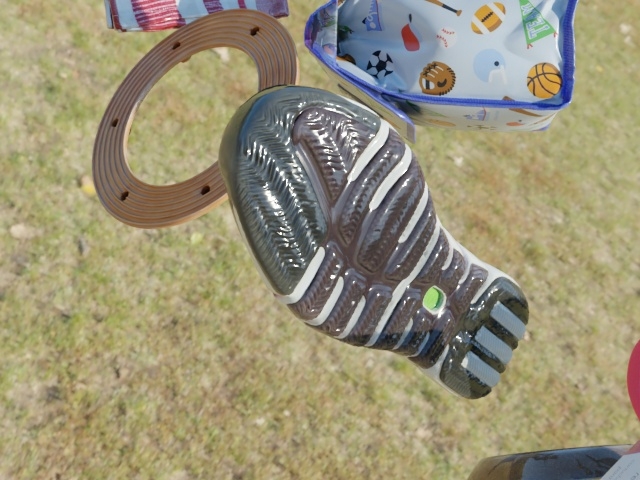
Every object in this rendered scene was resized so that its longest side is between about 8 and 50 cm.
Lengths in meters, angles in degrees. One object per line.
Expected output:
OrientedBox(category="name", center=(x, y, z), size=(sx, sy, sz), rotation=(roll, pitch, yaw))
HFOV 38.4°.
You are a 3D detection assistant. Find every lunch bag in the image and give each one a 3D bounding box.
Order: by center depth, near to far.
OrientedBox(category="lunch bag", center=(0.182, -0.276, 1.419), size=(0.385, 0.239, 0.328), rotation=(4, 1, 7))

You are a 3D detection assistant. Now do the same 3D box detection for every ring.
OrientedBox(category="ring", center=(-0.167, -0.162, 1.216), size=(0.032, 0.336, 0.337), rotation=(43, 16, -48))

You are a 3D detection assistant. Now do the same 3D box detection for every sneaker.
OrientedBox(category="sneaker", center=(0.000, 0.000, 0.553), size=(0.162, 0.106, 0.281), rotation=(25, -14, 44))

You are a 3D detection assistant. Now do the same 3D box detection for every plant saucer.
OrientedBox(category="plant saucer", center=(0.206, 0.196, 0.796), size=(0.168, 0.168, 0.029), rotation=(6, 71, -36))

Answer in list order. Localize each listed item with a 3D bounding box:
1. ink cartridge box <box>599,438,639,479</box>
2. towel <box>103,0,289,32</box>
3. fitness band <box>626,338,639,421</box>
OrientedBox(category="ink cartridge box", center=(0.184, 0.133, 0.374), size=(0.067, 0.115, 0.198), rotation=(43, 1, -4))
OrientedBox(category="towel", center=(-0.190, -0.448, 1.404), size=(0.329, 0.237, 0.037), rotation=(-17, 16, -38))
OrientedBox(category="fitness band", center=(0.535, 0.179, 1.230), size=(0.054, 0.291, 0.209), rotation=(-9, 58, -34))
